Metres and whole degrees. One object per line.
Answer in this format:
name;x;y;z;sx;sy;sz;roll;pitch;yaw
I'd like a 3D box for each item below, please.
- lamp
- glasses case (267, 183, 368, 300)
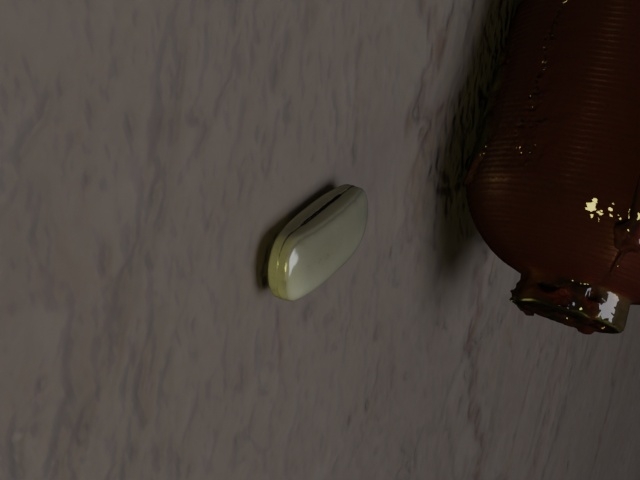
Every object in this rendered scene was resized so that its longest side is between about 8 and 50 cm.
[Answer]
lamp;0.187;-0.071;0.755;0.180;0.180;0.258;31;75;-66
glasses case;0.000;0.000;0.561;0.083;0.021;0.032;-40;137;-54
